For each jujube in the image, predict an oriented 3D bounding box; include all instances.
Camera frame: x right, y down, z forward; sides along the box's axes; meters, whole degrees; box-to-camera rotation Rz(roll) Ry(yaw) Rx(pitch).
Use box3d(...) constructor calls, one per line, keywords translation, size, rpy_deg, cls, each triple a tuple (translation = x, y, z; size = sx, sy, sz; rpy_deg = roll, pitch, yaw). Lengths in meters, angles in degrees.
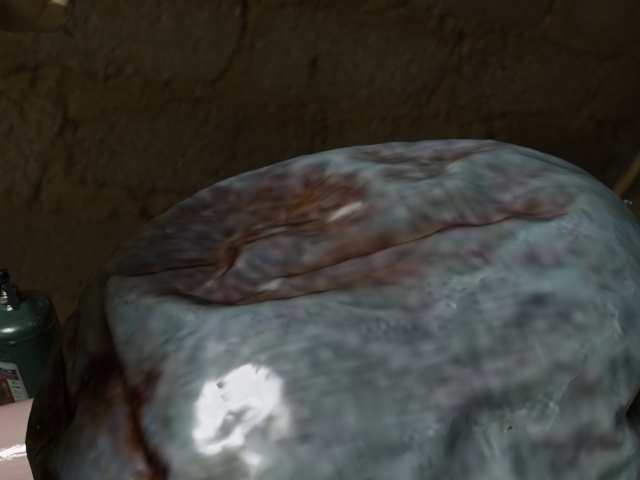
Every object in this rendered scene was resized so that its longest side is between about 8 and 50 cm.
box3d(translation=(0.015, 0.080, 0.617), size=(0.308, 0.215, 0.246), rpy_deg=(-12, 32, -7), cls="jujube")

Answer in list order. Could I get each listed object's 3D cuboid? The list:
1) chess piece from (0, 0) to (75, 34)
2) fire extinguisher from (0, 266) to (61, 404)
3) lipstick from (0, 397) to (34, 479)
box3d(translation=(-0.395, -0.231, 1.055), size=(0.397, 0.117, 0.117), rpy_deg=(9, 27, -27), cls="chess piece")
box3d(translation=(-0.344, 0.137, 1.526), size=(0.093, 0.294, 0.118), rpy_deg=(-24, 35, -19), cls="fire extinguisher")
box3d(translation=(-0.132, 0.141, 0.955), size=(0.327, 0.087, 0.087), rpy_deg=(-14, 25, 5), cls="lipstick")
